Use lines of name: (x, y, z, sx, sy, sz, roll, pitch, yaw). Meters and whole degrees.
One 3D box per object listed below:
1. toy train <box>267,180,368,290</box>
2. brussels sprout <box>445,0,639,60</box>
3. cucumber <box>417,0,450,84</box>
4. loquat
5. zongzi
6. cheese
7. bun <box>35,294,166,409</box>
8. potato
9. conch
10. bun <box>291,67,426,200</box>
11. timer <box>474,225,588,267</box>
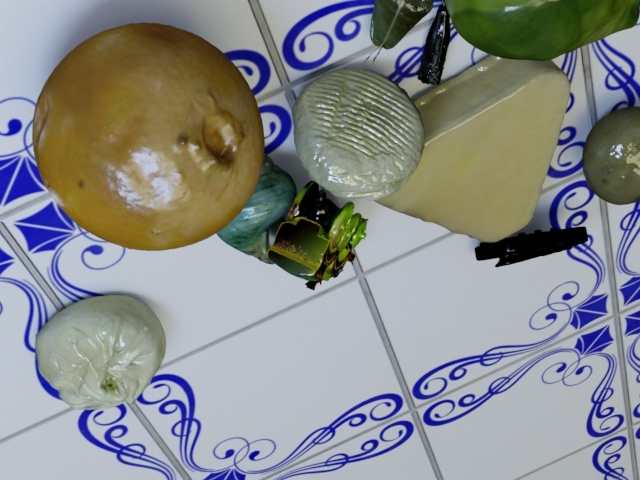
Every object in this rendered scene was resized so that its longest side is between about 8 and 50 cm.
toy train: (0.000, 0.000, 1.926, 0.160, 0.100, 0.296, -64, 168, -2)
brussels sprout: (0.306, -0.409, 1.633, 0.315, 0.276, 0.371, -34, 156, 10)
cucumber: (0.188, -0.319, 1.846, 0.039, 0.043, 0.163, -44, 156, -42)
loquat: (-0.237, -0.139, 1.604, 0.328, 0.328, 0.328, -14, 137, -13)
zongzi: (0.080, -0.350, 1.765, 0.130, 0.062, 0.154, 31, 132, -21)
cheese: (0.282, -0.176, 1.983, 0.384, 0.104, 0.384, -14, 136, -14)
bun: (-0.376, 0.205, 2.013, 0.229, 0.145, 0.229, -15, 140, -12)
potato: (0.563, -0.151, 2.116, 0.178, 0.160, 0.235, 6, 149, 0)
conch: (-0.100, -0.052, 1.908, 0.176, 0.122, 0.188, -21, 145, -38)
bun: (0.056, -0.155, 1.828, 0.220, 0.220, 0.134, -8, 158, -20)
timer: (0.399, 0.013, 2.215, 0.187, 0.055, 0.144, -8, 175, -21)
